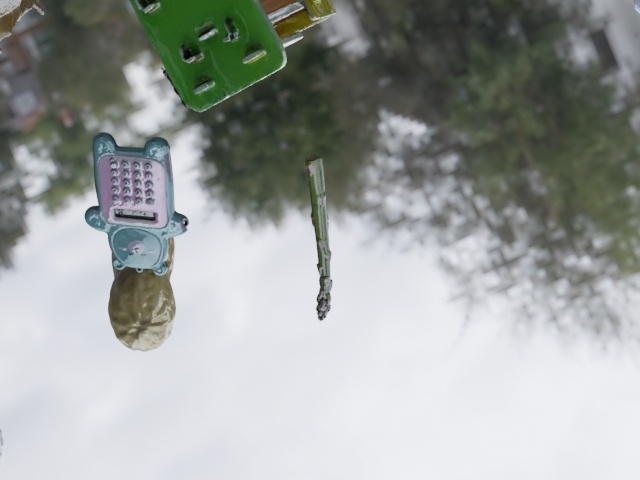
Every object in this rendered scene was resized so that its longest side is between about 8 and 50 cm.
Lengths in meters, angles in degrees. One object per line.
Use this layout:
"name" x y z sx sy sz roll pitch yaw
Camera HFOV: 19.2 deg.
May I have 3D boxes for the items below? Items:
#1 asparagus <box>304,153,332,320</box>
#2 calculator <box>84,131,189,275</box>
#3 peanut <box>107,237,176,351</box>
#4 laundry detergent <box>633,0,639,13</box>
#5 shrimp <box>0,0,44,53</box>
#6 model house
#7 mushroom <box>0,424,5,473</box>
"asparagus" 0.000 0.000 2.333 0.024 0.248 0.025 -12 -144 -11
"calculator" -0.163 -0.031 1.657 0.094 0.141 0.019 5 -147 9
"peanut" -0.200 0.036 2.122 0.082 0.082 0.187 -20 -127 26
"laundry detergent" 0.452 -0.188 1.716 0.159 0.335 0.088 -65 168 -5
"shrimp" -0.184 -0.108 0.989 0.066 0.117 0.262 -1 -171 24
"model house" -0.031 -0.379 2.200 0.323 0.300 0.340 -32 -174 -40
"mushroom" -0.540 0.224 2.148 0.356 0.331 0.334 -35 155 16
